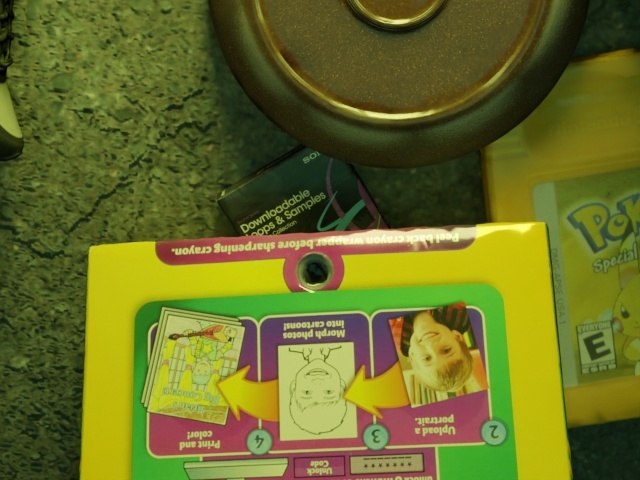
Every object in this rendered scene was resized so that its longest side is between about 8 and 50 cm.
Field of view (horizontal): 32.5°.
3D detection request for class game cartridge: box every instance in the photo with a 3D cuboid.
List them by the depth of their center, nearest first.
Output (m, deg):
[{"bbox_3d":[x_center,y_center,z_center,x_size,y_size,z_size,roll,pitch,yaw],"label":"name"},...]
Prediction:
[{"bbox_3d":[0.289,-0.005,0.948,0.285,0.052,0.323,-9,106,1],"label":"game cartridge"}]

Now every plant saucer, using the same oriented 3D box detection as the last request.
[{"bbox_3d":[0.060,-0.209,0.865,0.311,0.050,0.310,1,99,3],"label":"plant saucer"}]

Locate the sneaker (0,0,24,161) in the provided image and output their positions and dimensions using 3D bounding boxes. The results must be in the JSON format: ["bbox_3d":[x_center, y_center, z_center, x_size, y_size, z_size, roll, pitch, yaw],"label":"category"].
[{"bbox_3d":[-0.273,-0.194,0.857,0.108,0.100,0.271,-12,105,-4],"label":"sneaker"}]

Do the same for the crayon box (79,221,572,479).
[{"bbox_3d":[0.004,0.155,0.848,0.363,0.106,0.313,-3,73,4],"label":"crayon box"}]

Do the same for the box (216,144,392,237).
[{"bbox_3d":[0.000,0.000,0.951,0.116,0.029,0.162,-31,103,6],"label":"box"}]
